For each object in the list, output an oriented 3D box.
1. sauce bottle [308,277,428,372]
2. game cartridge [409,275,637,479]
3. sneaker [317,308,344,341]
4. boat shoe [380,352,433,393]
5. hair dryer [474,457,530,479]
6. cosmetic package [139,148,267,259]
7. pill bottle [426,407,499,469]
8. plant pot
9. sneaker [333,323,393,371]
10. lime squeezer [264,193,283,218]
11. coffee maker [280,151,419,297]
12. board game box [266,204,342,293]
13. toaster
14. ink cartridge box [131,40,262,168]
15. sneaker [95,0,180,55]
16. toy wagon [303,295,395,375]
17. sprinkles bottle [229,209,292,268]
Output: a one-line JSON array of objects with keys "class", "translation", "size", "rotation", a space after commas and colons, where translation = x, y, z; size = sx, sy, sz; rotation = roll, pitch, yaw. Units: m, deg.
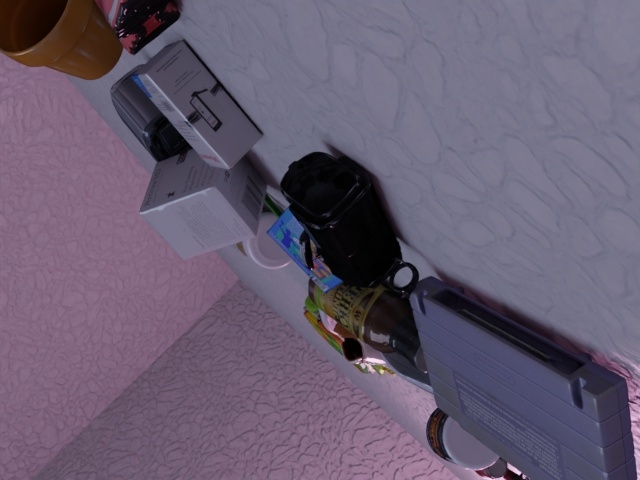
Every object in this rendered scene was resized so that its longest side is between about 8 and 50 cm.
[{"class": "sauce bottle", "translation": [0.101, 0.133, 1.424], "size": [0.111, 0.111, 0.344], "rotation": [52, 167, -33]}, {"class": "game cartridge", "translation": [0.253, 0.201, 1.010], "size": [0.355, 0.068, 0.230], "rotation": [30, 146, 57]}, {"class": "sneaker", "translation": [0.022, 0.159, 1.896], "size": [0.151, 0.094, 0.256], "rotation": [42, 169, 38]}, {"class": "boat shoe", "translation": [0.207, 0.263, 1.538], "size": [0.226, 0.083, 0.075], "rotation": [37, 165, 26]}, {"class": "hair dryer", "translation": [0.440, 0.569, 1.862], "size": [0.293, 0.080, 0.223], "rotation": [37, 168, 42]}, {"class": "cosmetic package", "translation": [-0.228, -0.082, 1.546], "size": [0.151, 0.184, 0.151], "rotation": [54, -150, -38]}, {"class": "pill bottle", "translation": [0.297, 0.407, 1.651], "size": [0.130, 0.130, 0.245], "rotation": [45, 170, 6]}, {"class": "plant pot", "translation": [-0.479, -0.400, 1.473], "size": [0.205, 0.205, 0.188], "rotation": [40, -175, 30]}, {"class": "sneaker", "translation": [0.112, 0.247, 1.798], "size": [0.106, 0.123, 0.290], "rotation": [32, 165, 47]}, {"class": "lime squeezer", "translation": [-0.052, -0.029, 1.551], "size": [0.110, 0.059, 0.310], "rotation": [49, 170, -21]}, {"class": "coffee maker", "translation": [0.045, -0.023, 1.065], "size": [0.171, 0.120, 0.178], "rotation": [13, 156, 27]}, {"class": "board game box", "translation": [0.000, 0.000, 1.340], "size": [0.160, 0.047, 0.210], "rotation": [46, 157, -1]}, {"class": "toaster", "translation": [-0.332, -0.254, 1.585], "size": [0.146, 0.129, 0.227], "rotation": [45, 172, 18]}, {"class": "ink cartridge box", "translation": [-0.208, -0.224, 1.311], "size": [0.203, 0.086, 0.148], "rotation": [49, 169, -22]}, {"class": "sneaker", "translation": [-0.261, -0.334, 1.002], "size": [0.136, 0.116, 0.314], "rotation": [49, 170, -9]}, {"class": "toy wagon", "translation": [0.084, 0.292, 2.244], "size": [0.344, 0.068, 0.267], "rotation": [37, 167, 41]}, {"class": "sprinkles bottle", "translation": [-0.157, -0.018, 1.832], "size": [0.121, 0.121, 0.355], "rotation": [49, 170, -19]}]
